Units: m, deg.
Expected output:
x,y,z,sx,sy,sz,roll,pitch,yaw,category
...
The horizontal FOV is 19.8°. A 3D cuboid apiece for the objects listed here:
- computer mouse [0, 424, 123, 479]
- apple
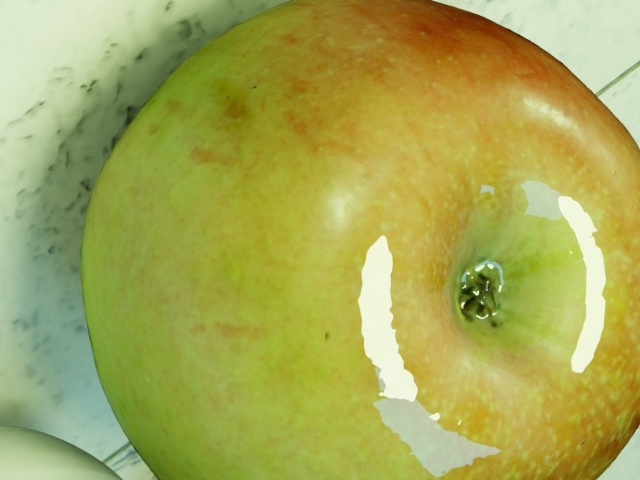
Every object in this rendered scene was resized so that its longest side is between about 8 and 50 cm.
x,y,z,sx,sy,sz,roll,pitch,yaw,category
-0.246,0.199,1.046,0.297,0.121,0.184,-37,155,16,computer mouse
0.035,0.027,0.961,0.319,0.277,0.319,-4,103,-19,apple
